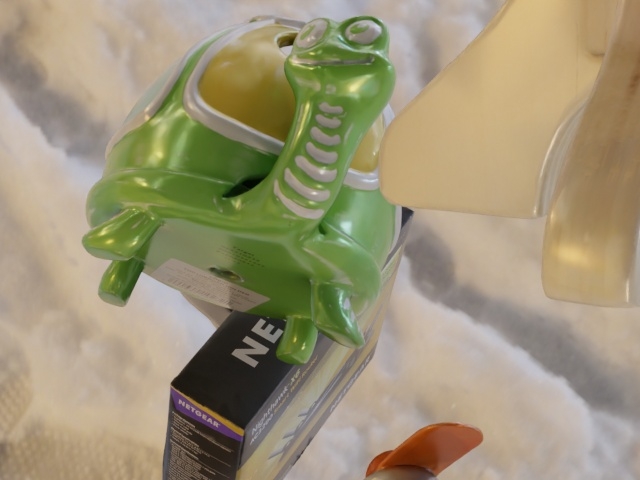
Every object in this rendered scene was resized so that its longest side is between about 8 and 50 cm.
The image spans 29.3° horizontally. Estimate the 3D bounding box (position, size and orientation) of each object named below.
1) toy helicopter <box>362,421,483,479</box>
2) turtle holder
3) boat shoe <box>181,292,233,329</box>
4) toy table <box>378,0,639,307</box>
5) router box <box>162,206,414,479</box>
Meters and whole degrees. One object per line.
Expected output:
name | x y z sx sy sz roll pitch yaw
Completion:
toy helicopter | 0.002 0.241 0.841 0.140 0.355 0.235 33 64 -42
turtle holder | -0.054 -0.058 0.931 0.243 0.320 0.228 14 72 15
boat shoe | -0.078 0.115 1.540 0.267 0.088 0.096 42 92 1
toy table | 0.138 -0.081 0.421 0.252 0.161 0.274 11 16 42
router box | -0.033 0.123 1.183 0.081 0.243 0.309 28 51 15
